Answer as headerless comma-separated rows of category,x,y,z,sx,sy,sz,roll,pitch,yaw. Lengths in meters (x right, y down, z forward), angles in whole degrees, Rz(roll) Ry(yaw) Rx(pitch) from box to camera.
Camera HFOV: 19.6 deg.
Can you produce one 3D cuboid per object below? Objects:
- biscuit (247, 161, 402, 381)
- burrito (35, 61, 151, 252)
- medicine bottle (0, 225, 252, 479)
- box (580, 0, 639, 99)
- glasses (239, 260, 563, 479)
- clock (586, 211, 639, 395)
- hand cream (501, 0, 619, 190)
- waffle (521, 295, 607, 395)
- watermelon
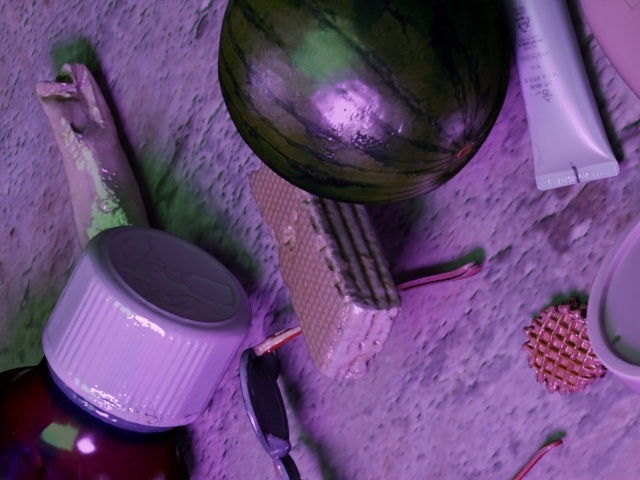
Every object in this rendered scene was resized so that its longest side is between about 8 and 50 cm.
biscuit,0.000,0.000,1.597,0.108,0.062,0.239,114,146,-46
burrito,-0.218,-0.063,1.813,0.087,0.060,0.226,-20,87,33
medicine bottle,-0.216,0.186,1.744,0.242,0.242,0.395,46,123,22
box,0.283,-0.167,1.396,0.146,0.088,0.200,-47,69,34
glasses,0.073,0.158,1.651,0.268,0.118,0.234,-26,80,17
clock,0.294,0.037,1.365,0.197,0.197,0.068,-25,127,37
hand cream,0.185,-0.145,1.503,0.078,0.050,0.204,-11,96,35
waffle,0.205,0.089,1.542,0.083,0.029,0.075,-33,78,39
watermelon,0.033,-0.148,1.497,0.242,0.242,0.242,8,103,36
